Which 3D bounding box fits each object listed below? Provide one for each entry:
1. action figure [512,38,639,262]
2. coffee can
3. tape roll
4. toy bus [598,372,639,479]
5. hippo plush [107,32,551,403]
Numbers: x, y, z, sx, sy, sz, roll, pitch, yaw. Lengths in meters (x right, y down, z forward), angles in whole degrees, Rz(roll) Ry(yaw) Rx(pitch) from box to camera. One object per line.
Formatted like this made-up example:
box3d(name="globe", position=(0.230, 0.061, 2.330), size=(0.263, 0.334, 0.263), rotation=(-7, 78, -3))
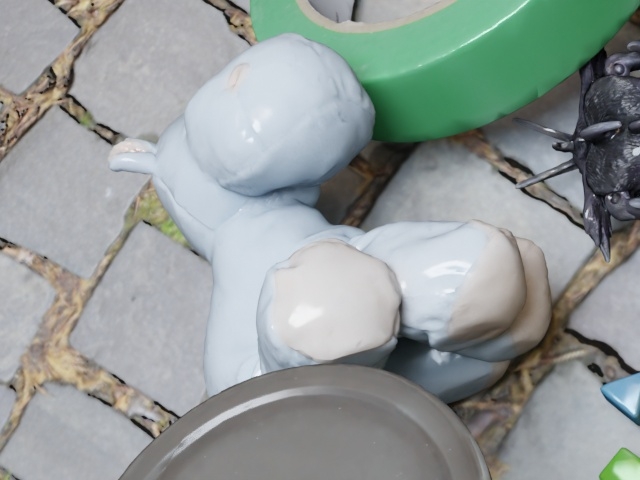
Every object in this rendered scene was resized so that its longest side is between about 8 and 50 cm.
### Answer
box3d(name="action figure", position=(0.261, -0.067, 0.723), size=(0.275, 0.141, 0.164), rotation=(-8, 74, 49))
box3d(name="coffee can", position=(0.025, 0.228, 0.593), size=(0.201, 0.275, 0.202), rotation=(-15, 40, 13))
box3d(name="tape roll", position=(0.096, -0.225, 0.830), size=(0.321, 0.077, 0.321), rotation=(-22, 48, 26))
box3d(name="toy bus", position=(0.268, 0.122, 0.659), size=(0.191, 0.104, 0.202), rotation=(-39, 60, 6))
box3d(name="hippo plush", position=(0.000, 0.000, 0.755), size=(0.294, 0.234, 0.237), rotation=(-47, 56, 48))
